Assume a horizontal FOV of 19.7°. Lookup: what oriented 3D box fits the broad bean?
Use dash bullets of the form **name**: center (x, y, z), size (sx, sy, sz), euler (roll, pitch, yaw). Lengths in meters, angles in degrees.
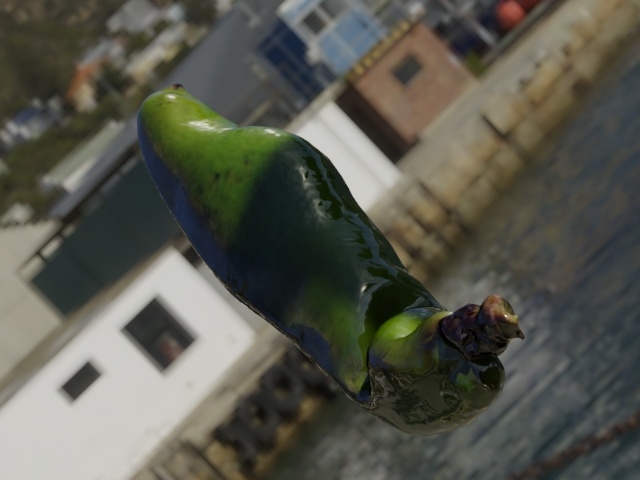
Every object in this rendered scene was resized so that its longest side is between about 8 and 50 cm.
- **broad bean**: center (0.001, 0.008, 0.581), size (0.046, 0.061, 0.195), euler (-12, 29, -31)
